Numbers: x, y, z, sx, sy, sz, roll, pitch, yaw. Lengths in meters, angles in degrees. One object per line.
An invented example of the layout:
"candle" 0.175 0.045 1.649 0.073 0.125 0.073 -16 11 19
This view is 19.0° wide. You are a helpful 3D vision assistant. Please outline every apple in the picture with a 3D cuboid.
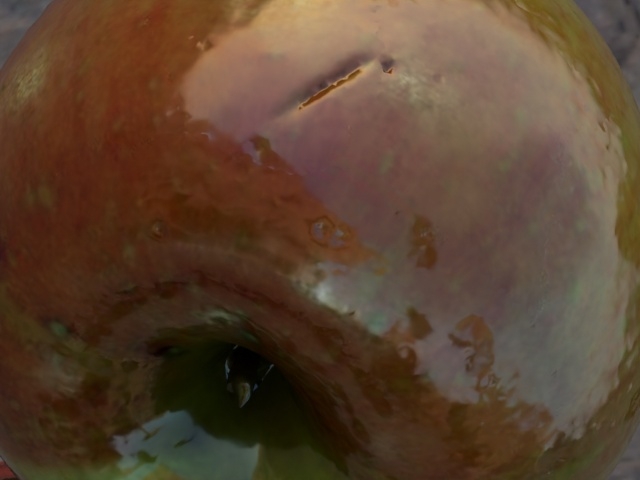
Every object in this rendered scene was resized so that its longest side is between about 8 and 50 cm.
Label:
"apple" 0.000 0.000 0.512 0.196 0.196 0.196 7 79 -35

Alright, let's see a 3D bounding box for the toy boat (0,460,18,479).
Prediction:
"toy boat" -0.176 0.201 1.153 0.079 0.392 0.136 -26 83 8
